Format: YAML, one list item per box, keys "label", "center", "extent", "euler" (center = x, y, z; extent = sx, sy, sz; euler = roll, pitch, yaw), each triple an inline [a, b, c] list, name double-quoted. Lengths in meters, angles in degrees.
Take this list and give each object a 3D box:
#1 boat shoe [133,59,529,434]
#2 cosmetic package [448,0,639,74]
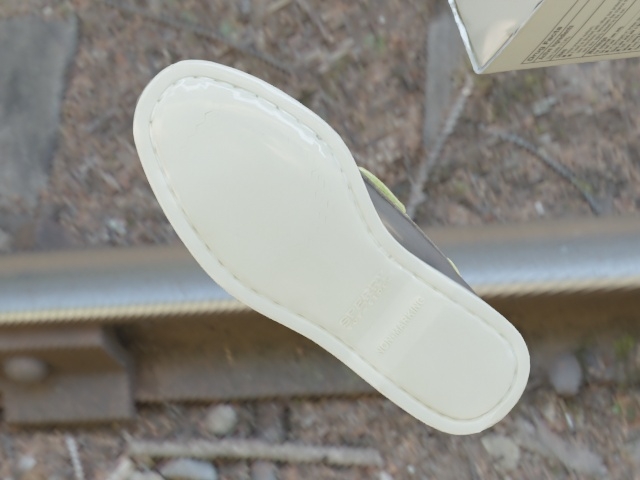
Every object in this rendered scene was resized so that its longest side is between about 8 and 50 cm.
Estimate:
- label: "boat shoe"
  center: [0.000, 0.000, 1.142]
  extent: [0.116, 0.324, 0.097]
  euler: [-49, 24, 3]
- label: "cosmetic package"
  center: [0.240, -0.215, 1.226]
  extent: [0.296, 0.153, 0.129]
  euler: [-9, 69, -28]
